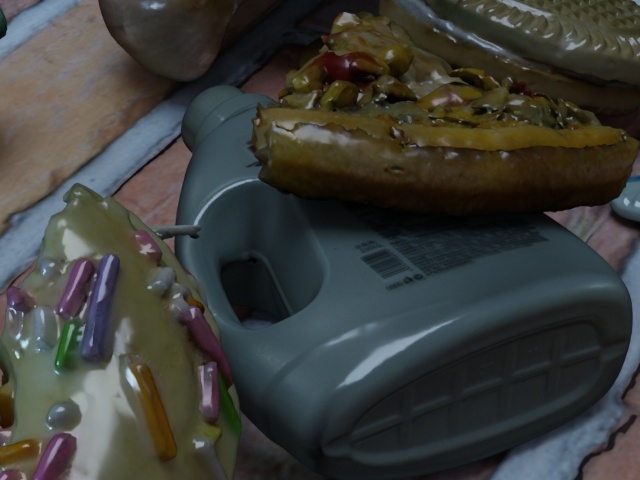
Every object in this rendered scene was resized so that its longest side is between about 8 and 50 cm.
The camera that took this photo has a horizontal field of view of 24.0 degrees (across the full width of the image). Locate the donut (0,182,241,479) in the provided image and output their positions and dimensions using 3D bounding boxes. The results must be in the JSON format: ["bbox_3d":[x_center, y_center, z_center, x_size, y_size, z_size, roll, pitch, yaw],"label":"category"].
[{"bbox_3d":[-0.224,0.130,0.807,0.371,0.150,0.307,-12,67,-4],"label":"donut"}]

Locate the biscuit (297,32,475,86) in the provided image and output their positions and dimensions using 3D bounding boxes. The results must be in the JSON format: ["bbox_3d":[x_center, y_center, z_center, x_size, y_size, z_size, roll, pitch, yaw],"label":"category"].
[{"bbox_3d":[0.084,-0.111,1.272,0.197,0.049,0.301,-20,39,-25],"label":"biscuit"}]

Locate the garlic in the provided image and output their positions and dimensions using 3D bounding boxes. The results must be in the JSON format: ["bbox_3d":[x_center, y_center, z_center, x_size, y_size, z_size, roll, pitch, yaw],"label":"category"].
[{"bbox_3d":[-0.129,-0.196,1.332,0.128,0.115,0.206,-6,21,-16],"label":"garlic"}]

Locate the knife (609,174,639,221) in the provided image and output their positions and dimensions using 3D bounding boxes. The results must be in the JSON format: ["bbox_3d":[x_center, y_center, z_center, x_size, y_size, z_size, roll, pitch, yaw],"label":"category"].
[{"bbox_3d":[0.334,-0.038,1.164,0.222,0.031,0.064,-3,33,-1],"label":"knife"}]

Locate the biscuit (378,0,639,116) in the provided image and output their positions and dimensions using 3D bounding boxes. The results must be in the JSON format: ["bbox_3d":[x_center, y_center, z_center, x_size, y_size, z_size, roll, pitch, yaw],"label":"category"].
[{"bbox_3d":[0.178,-0.179,1.274,0.259,0.079,0.259,15,22,-6],"label":"biscuit"}]

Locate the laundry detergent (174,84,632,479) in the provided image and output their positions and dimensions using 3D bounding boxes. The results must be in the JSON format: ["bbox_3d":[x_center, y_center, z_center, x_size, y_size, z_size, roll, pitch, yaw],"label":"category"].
[{"bbox_3d":[0.000,0.000,1.059,0.264,0.124,0.398,-18,38,-25],"label":"laundry detergent"}]

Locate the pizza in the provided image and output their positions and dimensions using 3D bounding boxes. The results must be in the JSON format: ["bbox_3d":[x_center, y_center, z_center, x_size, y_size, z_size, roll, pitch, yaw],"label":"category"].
[{"bbox_3d":[0.094,-0.089,1.049,0.251,0.074,0.287,13,27,3],"label":"pizza"}]

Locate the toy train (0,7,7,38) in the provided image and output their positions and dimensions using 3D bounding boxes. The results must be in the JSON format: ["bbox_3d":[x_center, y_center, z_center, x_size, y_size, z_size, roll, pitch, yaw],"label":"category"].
[{"bbox_3d":[-0.395,-0.120,1.232,0.285,0.116,0.177,-37,30,-18],"label":"toy train"}]
